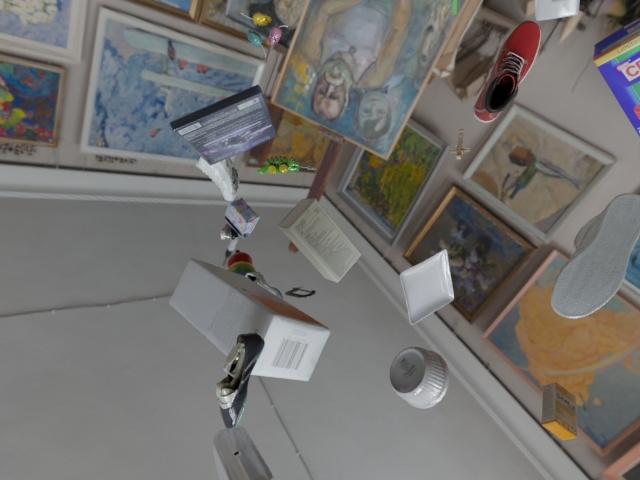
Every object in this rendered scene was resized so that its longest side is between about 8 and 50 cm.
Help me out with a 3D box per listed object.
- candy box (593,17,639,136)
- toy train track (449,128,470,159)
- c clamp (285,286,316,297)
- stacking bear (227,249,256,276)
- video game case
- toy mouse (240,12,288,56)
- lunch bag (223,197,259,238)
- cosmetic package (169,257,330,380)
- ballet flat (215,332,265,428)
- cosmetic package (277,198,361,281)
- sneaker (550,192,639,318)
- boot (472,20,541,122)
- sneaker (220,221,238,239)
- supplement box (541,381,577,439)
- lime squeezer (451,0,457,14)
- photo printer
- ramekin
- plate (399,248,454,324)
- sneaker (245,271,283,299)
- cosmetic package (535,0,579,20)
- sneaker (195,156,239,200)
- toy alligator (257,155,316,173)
[{"bbox_3d":[0.995,-0.494,1.208,0.317,0.268,0.122,44,-129,-18],"label":"candy box"},{"bbox_3d":[0.337,-0.235,1.024,0.048,0.083,0.014,1,157,28],"label":"toy train track"},{"bbox_3d":[-0.083,0.228,1.884,0.137,0.022,0.160,-9,-169,-40],"label":"c clamp"},{"bbox_3d":[-0.365,0.164,1.934,0.175,0.164,0.289,54,-167,-37],"label":"stacking bear"},{"bbox_3d":[-0.207,-0.255,0.981,0.274,0.196,0.026,84,162,-86],"label":"video game case"},{"bbox_3d":[-0.189,-0.696,1.427,0.160,0.143,0.031,1,-179,-7],"label":"toy mouse"},{"bbox_3d":[-0.196,-0.049,1.030,0.071,0.083,0.053,48,-129,9],"label":"lunch bag"},{"bbox_3d":[-0.217,0.216,1.221,0.453,0.162,0.230,22,177,44],"label":"cosmetic package"},{"bbox_3d":[-0.184,0.293,0.901,0.074,0.203,0.074,18,170,3],"label":"ballet flat"},{"bbox_3d":[0.000,0.000,1.647,0.309,0.160,0.113,50,162,-23],"label":"cosmetic package"},{"bbox_3d":[0.608,0.050,0.946,0.108,0.293,0.169,34,-179,22],"label":"sneaker"},{"bbox_3d":[0.437,-0.394,0.955,0.088,0.244,0.176,26,-170,7],"label":"boot"},{"bbox_3d":[-0.400,-0.050,1.942,0.074,0.063,0.170,13,-151,1],"label":"sneaker"},{"bbox_3d":[0.516,0.367,0.915,0.062,0.036,0.098,35,-133,-5],"label":"supplement box"},{"bbox_3d":[0.343,-0.731,1.062,0.058,0.311,0.110,-3,-143,4],"label":"lime squeezer"},{"bbox_3d":[-0.183,0.637,1.076,0.107,0.256,0.307,-17,-170,-24],"label":"photo printer"},{"bbox_3d":[0.343,0.481,1.512,0.109,0.207,0.207,32,-156,-28],"label":"ramekin"},{"bbox_3d":[0.484,0.209,1.945,0.277,0.278,0.045,-25,-157,-22],"label":"plate"},{"bbox_3d":[-0.228,0.190,1.648,0.190,0.071,0.083,38,-175,26],"label":"sneaker"},{"bbox_3d":[0.522,-0.555,0.925,0.085,0.117,0.231,5,-151,27],"label":"cosmetic package"},{"bbox_3d":[-0.332,-0.230,1.344,0.115,0.232,0.090,-5,-150,11],"label":"sneaker"},{"bbox_3d":[-0.109,-0.245,1.348,0.189,0.051,0.056,-4,-162,3],"label":"toy alligator"}]
